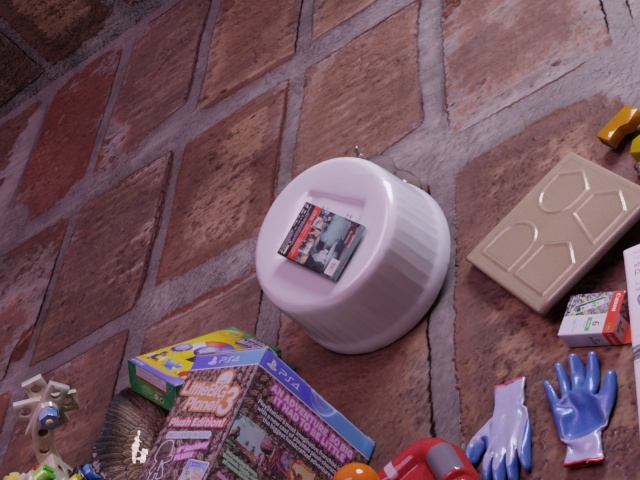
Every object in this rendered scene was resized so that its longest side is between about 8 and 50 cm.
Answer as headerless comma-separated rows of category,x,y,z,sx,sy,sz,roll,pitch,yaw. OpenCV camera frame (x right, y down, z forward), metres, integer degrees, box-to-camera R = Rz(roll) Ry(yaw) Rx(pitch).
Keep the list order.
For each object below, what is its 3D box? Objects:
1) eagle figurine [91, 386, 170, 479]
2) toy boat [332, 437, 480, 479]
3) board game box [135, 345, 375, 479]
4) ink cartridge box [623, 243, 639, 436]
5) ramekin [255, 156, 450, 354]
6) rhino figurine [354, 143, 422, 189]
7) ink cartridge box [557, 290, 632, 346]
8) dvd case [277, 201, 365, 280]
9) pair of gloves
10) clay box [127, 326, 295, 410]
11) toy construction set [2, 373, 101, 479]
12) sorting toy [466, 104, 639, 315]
eagle figurine,-0.213,0.330,1.619,0.225,0.226,0.298,-31,32,61
toy boat,0.066,0.312,1.334,0.231,0.151,0.151,-42,30,5
board game box,-0.095,0.318,1.441,0.141,0.232,0.291,-10,44,44
ink cartridge box,0.432,0.103,1.182,0.198,0.115,0.272,-25,36,30
ramekin,0.037,0.013,1.676,0.277,0.135,0.277,-20,54,30
rhino figurine,0.086,-0.089,1.865,0.106,0.073,0.243,-51,33,2
ink cartridge box,0.346,0.093,1.380,0.115,0.029,0.063,-9,45,45
dvd case,0.000,0.000,1.608,0.119,0.013,0.087,23,81,45
pair of gloves,0.256,0.213,1.353,0.198,0.023,0.159,-23,37,31
clay box,-0.158,0.186,1.717,0.222,0.053,0.127,-17,24,-38
toy construction set,-0.426,0.372,1.789,0.151,0.215,0.327,-35,32,16
sorting toy,0.352,-0.044,1.536,0.307,0.041,0.229,-45,26,-1
